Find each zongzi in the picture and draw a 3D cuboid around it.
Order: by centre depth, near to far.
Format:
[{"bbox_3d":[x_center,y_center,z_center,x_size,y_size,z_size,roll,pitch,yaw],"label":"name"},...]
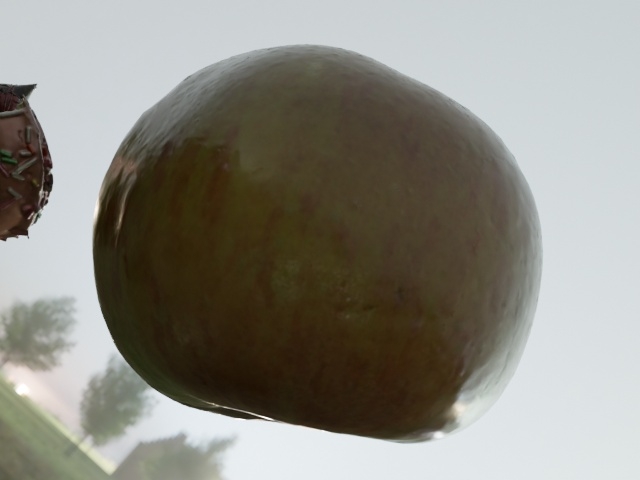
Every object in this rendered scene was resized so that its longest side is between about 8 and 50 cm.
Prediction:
[{"bbox_3d":[-0.407,-0.188,1.555,0.083,0.073,0.067,40,-6,-4],"label":"zongzi"}]

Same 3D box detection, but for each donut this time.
[{"bbox_3d":[-0.306,-0.051,1.101,0.166,0.065,0.117,-31,-100,46],"label":"donut"}]

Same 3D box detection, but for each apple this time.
[{"bbox_3d":[0.000,0.000,1.044,0.401,0.333,0.400,7,-9,1],"label":"apple"}]
